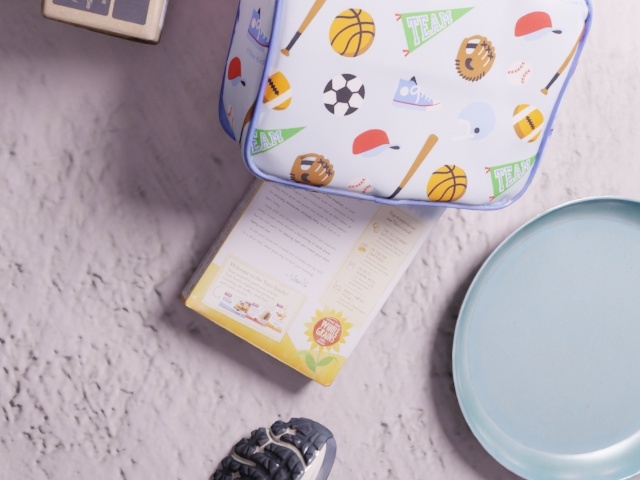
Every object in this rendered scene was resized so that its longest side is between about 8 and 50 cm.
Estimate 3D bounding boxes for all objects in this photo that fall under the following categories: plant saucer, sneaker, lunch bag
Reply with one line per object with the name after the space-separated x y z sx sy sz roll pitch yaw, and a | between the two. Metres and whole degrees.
0.284 0.107 1.081 0.317 0.044 0.317 -2 101 -12 | plant saucer
-0.063 0.305 1.025 0.122 0.110 0.283 32 95 -34 | sneaker
0.077 -0.155 0.874 0.303 0.115 0.243 4 116 -22 | lunch bag

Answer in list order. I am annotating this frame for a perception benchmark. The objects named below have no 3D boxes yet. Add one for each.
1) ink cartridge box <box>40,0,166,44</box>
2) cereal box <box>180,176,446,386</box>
-0.152 -0.259 0.812 0.088 0.234 0.193 12 99 -10 | ink cartridge box
0.000 0.000 0.994 0.173 0.047 0.240 33 91 -17 | cereal box
